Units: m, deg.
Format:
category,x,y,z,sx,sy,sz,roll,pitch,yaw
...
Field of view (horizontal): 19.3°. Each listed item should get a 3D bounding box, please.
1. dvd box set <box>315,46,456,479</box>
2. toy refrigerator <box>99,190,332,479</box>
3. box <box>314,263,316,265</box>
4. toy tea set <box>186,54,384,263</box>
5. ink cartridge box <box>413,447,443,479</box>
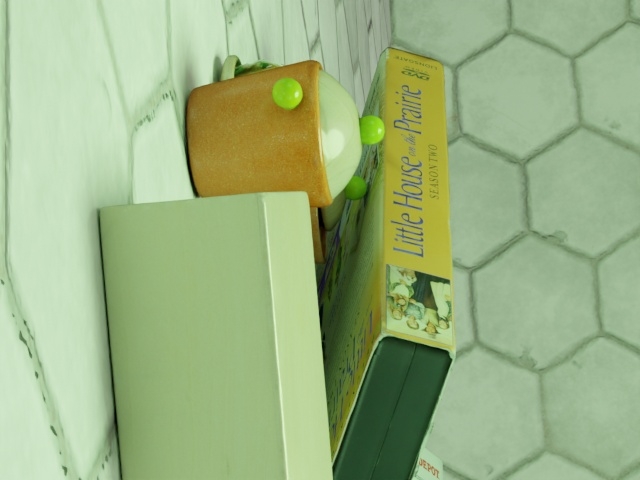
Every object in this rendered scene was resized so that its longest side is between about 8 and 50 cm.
category,x,y,z,sx,sy,sz,roll,pitch,yaw
dvd box set,0.036,0.075,1.502,0.420,0.062,0.307,-86,-169,-58
toy refrigerator,-0.050,0.113,0.954,0.102,0.094,0.269,-12,96,-78
box,0.000,0.000,1.925,0.201,0.021,0.164,76,11,-63
toy tea set,-0.008,-0.038,1.320,0.336,0.124,0.200,-71,156,-76
ink cartridge box,0.053,0.282,1.713,0.153,0.087,0.208,41,41,-57
